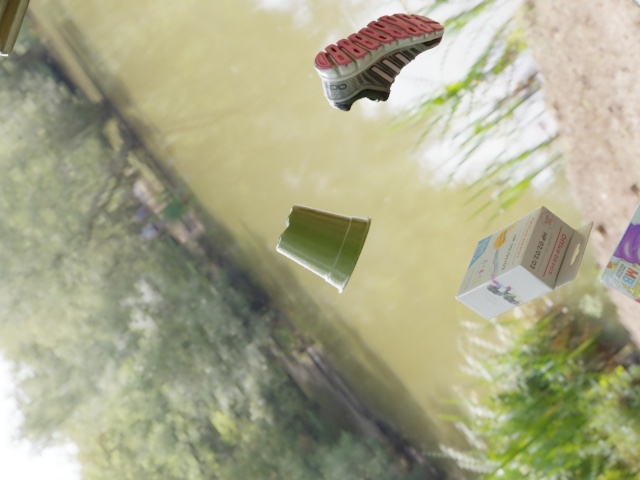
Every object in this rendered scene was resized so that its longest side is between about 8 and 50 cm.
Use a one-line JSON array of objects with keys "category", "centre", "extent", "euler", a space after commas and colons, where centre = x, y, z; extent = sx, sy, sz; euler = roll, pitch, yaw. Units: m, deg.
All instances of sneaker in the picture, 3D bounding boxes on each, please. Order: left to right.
[{"category": "sneaker", "centre": [0.065, -0.192, 1.266], "extent": [0.063, 0.170, 0.075], "euler": [35, 142, 38]}]

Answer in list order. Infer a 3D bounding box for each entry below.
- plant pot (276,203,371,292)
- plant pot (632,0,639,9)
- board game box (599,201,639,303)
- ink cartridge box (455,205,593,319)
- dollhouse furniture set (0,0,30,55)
[{"category": "plant pot", "centre": [0.000, 0.000, 1.169], "extent": [0.079, 0.083, 0.083], "euler": [23, 174, -4]}, {"category": "plant pot", "centre": [0.445, -0.336, 1.342], "extent": [0.229, 0.263, 0.263], "euler": [39, 171, 12]}, {"category": "board game box", "centre": [0.364, -0.037, 0.996], "extent": [0.142, 0.144, 0.275], "euler": [30, -149, 14]}, {"category": "ink cartridge box", "centre": [0.266, 0.025, 1.518], "extent": [0.061, 0.104, 0.181], "euler": [35, 147, -14]}, {"category": "dollhouse furniture set", "centre": [-0.358, -0.167, 0.956], "extent": [0.197, 0.301, 0.151], "euler": [19, -153, -18]}]
